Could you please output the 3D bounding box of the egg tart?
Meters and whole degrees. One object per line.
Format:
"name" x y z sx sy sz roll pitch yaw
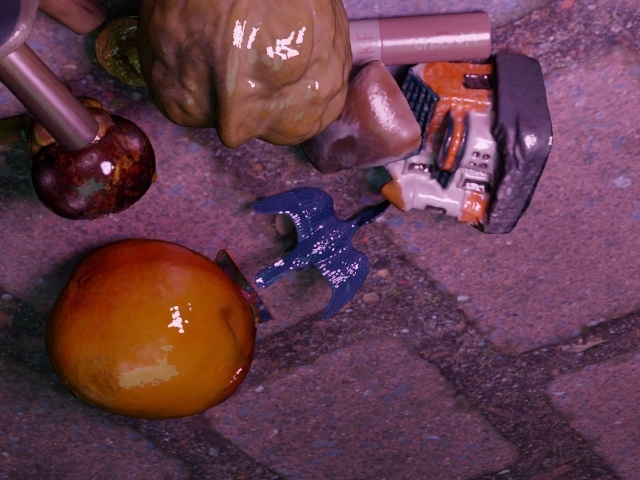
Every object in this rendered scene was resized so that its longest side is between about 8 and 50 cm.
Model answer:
"egg tart" -0.268 -0.281 1.520 0.130 0.052 0.130 -4 139 -3

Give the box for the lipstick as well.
"lipstick" 0.118 -0.293 1.524 0.254 0.070 0.070 -4 139 0

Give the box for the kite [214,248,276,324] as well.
"kite" -0.190 0.130 2.018 0.234 0.016 0.321 16 135 -21

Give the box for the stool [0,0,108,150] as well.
"stool" -0.445 -0.257 1.345 0.310 0.310 0.226 -16 144 15

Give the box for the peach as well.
"peach" -0.293 0.166 1.834 0.373 0.290 0.372 0 100 -2

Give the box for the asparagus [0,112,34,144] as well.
"asparagus" -0.539 -0.164 1.638 0.178 0.041 0.045 -10 130 8

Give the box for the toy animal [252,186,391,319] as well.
"toy animal" 0.000 0.000 1.794 0.239 0.255 0.176 54 149 -2

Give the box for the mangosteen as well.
"mangosteen" -0.361 -0.139 1.596 0.192 0.192 0.217 -15 108 12

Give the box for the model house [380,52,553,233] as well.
"model house" 0.174 -0.152 1.600 0.301 0.190 0.271 8 146 -5

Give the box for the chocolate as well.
"chocolate" 0.031 -0.165 1.545 0.254 0.080 0.157 -5 121 57

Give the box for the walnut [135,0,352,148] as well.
"walnut" -0.100 -0.262 1.390 0.282 0.253 0.277 -11 141 -16
